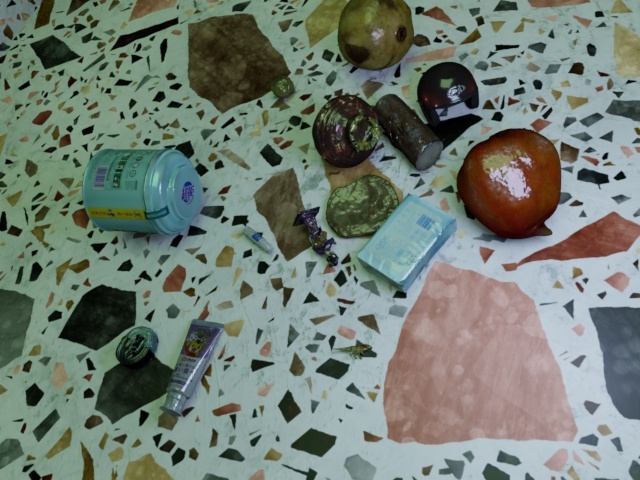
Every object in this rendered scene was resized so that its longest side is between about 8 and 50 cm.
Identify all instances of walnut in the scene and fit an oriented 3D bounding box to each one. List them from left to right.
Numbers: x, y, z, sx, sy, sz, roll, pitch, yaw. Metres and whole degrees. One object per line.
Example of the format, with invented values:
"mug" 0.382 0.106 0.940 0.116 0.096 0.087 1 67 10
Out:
"walnut" -0.140 -0.569 2.237 0.092 0.092 0.092 -7 60 12

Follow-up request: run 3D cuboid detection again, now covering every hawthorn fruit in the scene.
"hawthorn fruit" 0.530 -0.161 1.710 0.295 0.295 0.311 2 86 17

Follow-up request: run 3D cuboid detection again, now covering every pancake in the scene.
"pancake" 0.131 -0.105 1.918 0.236 0.042 0.222 -41 63 -5

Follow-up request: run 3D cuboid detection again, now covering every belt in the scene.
"belt" -0.565 0.331 1.862 0.105 0.058 0.140 27 71 24

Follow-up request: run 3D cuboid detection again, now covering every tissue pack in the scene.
"tissue pack" 0.257 0.006 1.792 0.177 0.089 0.263 33 77 30

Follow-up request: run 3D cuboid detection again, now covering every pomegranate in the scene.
"pomegranate" 0.189 -0.735 2.118 0.281 0.281 0.281 -7 60 12

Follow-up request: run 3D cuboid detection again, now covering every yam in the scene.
"yam" 0.287 -0.355 1.967 0.131 0.131 0.280 -32 57 -3

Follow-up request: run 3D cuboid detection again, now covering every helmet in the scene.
"helmet" 0.414 -0.485 1.977 0.189 0.193 0.216 -24 15 1

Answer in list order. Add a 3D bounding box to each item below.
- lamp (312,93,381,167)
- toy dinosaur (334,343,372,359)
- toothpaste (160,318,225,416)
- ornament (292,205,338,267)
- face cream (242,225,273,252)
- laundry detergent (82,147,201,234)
"lamp" 0.087 -0.354 1.960 0.247 0.247 0.247 -7 60 12
"toy dinosaur" 0.092 0.314 1.699 0.113 0.026 0.041 -8 52 1
"toothpaste" -0.385 0.368 1.790 0.114 0.073 0.299 6 56 19
"ornament" 0.006 -0.005 1.886 0.081 0.088 0.203 -26 67 -27
"face cream" -0.201 0.000 1.958 0.034 0.034 0.130 -46 59 -11
"laundry detergent" -0.575 -0.164 2.010 0.305 0.287 0.287 3 62 18
